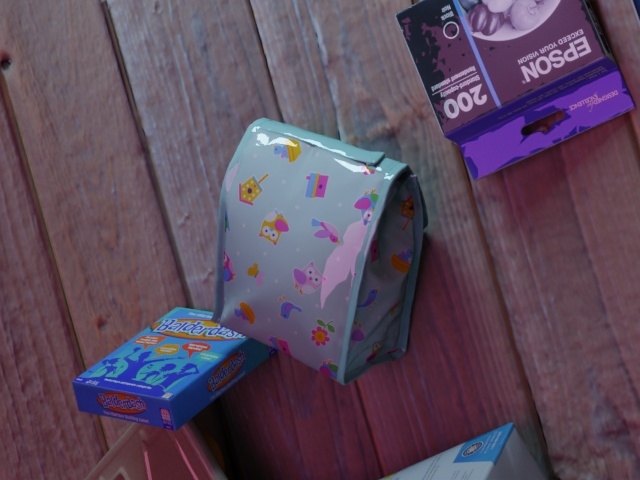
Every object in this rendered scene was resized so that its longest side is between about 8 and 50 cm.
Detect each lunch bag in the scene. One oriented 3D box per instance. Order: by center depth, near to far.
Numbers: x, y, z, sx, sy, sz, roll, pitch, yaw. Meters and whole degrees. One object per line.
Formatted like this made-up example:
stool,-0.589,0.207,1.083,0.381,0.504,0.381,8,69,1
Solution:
lunch bag,0.000,0.000,1.930,0.223,0.160,0.262,22,116,32

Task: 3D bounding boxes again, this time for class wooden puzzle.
wooden puzzle,-0.171,0.390,2.147,0.322,0.080,0.348,58,138,19

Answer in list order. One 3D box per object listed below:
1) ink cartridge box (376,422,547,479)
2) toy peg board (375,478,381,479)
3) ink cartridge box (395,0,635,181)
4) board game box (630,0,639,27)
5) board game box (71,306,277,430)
ink cartridge box,0.125,0.368,1.825,0.270,0.198,0.197,-27,99,27
toy peg board,0.040,0.374,2.017,0.161,0.079,0.160,-20,101,28
ink cartridge box,0.208,-0.196,1.795,0.206,0.045,0.208,-26,83,25
board game box,0.404,-0.144,1.498,0.193,0.053,0.305,-8,109,47
board game box,-0.178,0.155,2.050,0.160,0.210,0.047,6,117,35
